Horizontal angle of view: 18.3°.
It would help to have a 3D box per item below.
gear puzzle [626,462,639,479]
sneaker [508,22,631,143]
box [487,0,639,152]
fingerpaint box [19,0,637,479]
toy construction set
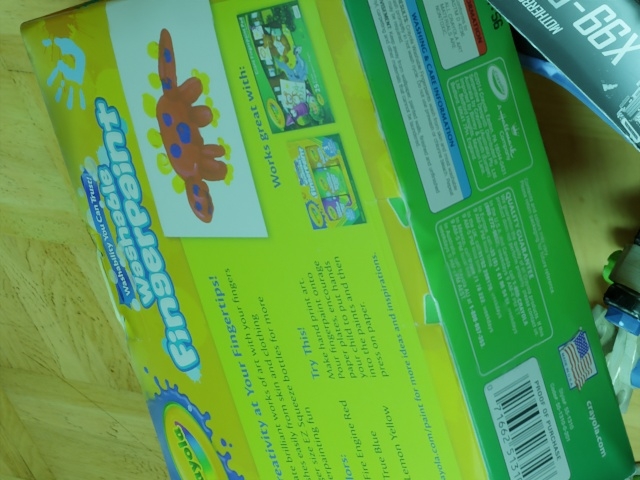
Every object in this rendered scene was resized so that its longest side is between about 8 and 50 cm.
[{"bbox_3d":[0.341,0.284,1.939,0.339,0.044,0.175,-12,130,44],"label":"gear puzzle"},{"bbox_3d":[0.195,-0.155,1.440,0.232,0.081,0.090,33,125,0],"label":"sneaker"},{"bbox_3d":[0.176,-0.233,1.130,0.242,0.307,0.076,41,140,-20],"label":"box"},{"bbox_3d":[0.000,0.000,1.501,0.371,0.163,0.444,-7,104,48],"label":"fingerpaint box"},{"bbox_3d":[0.341,0.086,1.605,0.328,0.151,0.215,10,168,37],"label":"toy construction set"}]
